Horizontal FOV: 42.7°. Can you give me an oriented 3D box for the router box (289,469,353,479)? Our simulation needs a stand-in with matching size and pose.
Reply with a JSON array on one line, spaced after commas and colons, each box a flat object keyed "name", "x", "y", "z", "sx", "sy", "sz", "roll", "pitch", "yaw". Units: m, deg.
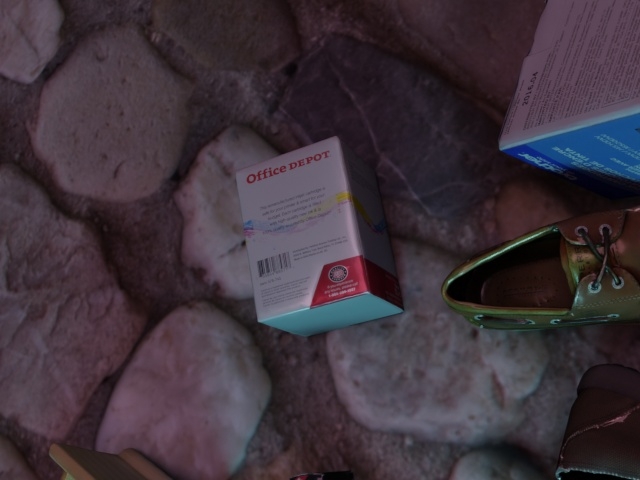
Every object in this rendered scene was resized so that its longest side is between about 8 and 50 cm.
[{"name": "router box", "x": 0.007, "y": 0.299, "z": 0.834, "sx": 0.038, "sy": 0.092, "sz": 0.122, "roll": -11, "pitch": 72, "yaw": 20}]

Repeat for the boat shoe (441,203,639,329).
[{"name": "boat shoe", "x": 0.252, "y": 0.029, "z": 0.735, "sx": 0.307, "sy": 0.104, "sz": 0.110, "roll": -24, "pitch": 68, "yaw": 40}]

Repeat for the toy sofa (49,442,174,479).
[{"name": "toy sofa", "x": -0.257, "y": 0.423, "z": 0.900, "sx": 0.150, "sy": 0.177, "sz": 0.362, "roll": 14, "pitch": 82, "yaw": 50}]

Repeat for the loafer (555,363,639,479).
[{"name": "loafer", "x": 0.344, "y": 0.226, "z": 0.643, "sx": 0.130, "sy": 0.134, "sz": 0.366, "roll": -49, "pitch": 36, "yaw": -16}]

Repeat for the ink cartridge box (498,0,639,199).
[{"name": "ink cartridge box", "x": 0.310, "y": -0.189, "z": 0.687, "sx": 0.151, "sy": 0.395, "sz": 0.269, "roll": 22, "pitch": 82, "yaw": -18}]

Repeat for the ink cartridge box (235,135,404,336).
[{"name": "ink cartridge box", "x": 0.000, "y": 0.000, "z": 0.893, "sx": 0.128, "sy": 0.127, "sz": 0.176, "roll": -16, "pitch": 71, "yaw": 19}]
